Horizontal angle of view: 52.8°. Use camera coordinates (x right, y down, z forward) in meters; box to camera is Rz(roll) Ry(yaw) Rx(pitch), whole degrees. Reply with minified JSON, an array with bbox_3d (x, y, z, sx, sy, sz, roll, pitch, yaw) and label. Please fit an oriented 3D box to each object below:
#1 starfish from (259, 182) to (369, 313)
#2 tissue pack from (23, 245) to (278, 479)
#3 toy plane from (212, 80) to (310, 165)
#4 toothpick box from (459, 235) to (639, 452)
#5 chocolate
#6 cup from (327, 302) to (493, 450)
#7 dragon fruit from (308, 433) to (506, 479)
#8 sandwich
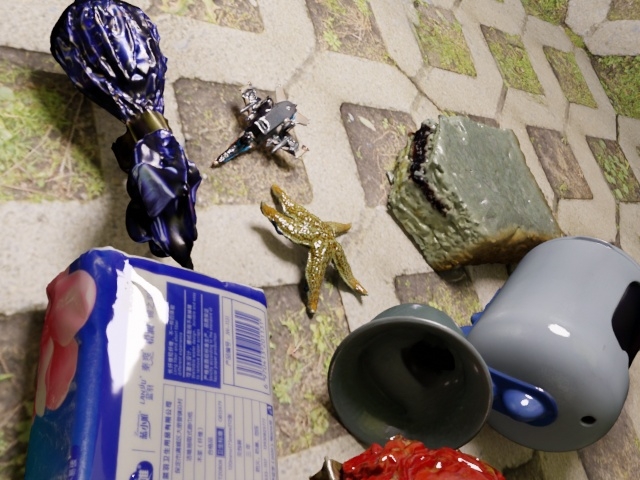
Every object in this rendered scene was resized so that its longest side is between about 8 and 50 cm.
[{"bbox_3d":[0.000,0.000,0.913,0.208,0.053,0.176,58,31,-4],"label":"starfish"},{"bbox_3d":[-0.152,0.164,0.597,0.209,0.137,0.269,17,50,-34],"label":"tissue pack"},{"bbox_3d":[-0.086,-0.158,0.920,0.135,0.062,0.188,50,42,-6],"label":"toy plane"},{"bbox_3d":[0.345,0.161,0.987,0.263,0.263,0.355,54,42,0],"label":"toothpick box"},{"bbox_3d":[-0.195,-0.109,0.724,0.126,0.148,0.343,-11,65,-37],"label":"chocolate"},{"bbox_3d":[0.121,0.154,0.835,0.199,0.199,0.150,47,25,-7],"label":"cup"},{"bbox_3d":[0.100,0.351,0.593,0.277,0.277,0.342,-7,59,-45],"label":"dragon fruit"},{"bbox_3d":[0.261,-0.087,1.138,0.325,0.131,0.262,-1,66,-41],"label":"sandwich"}]
